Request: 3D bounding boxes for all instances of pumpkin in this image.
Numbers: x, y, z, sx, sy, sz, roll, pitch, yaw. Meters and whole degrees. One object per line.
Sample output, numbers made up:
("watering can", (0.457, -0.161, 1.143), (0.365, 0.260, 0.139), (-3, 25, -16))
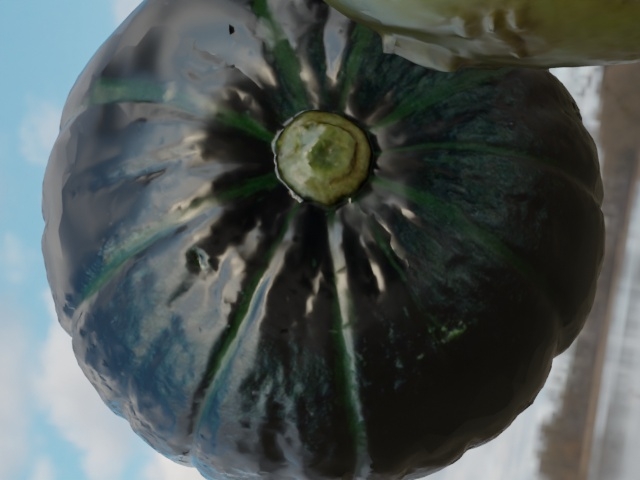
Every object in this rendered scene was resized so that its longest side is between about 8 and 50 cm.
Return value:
("pumpkin", (0.000, 0.000, 0.660), (0.248, 0.248, 0.248), (9, -90, -78))

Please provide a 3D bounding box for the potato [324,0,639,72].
("potato", (0.110, -0.145, 0.382), (0.210, 0.307, 0.173), (38, 148, 54))
